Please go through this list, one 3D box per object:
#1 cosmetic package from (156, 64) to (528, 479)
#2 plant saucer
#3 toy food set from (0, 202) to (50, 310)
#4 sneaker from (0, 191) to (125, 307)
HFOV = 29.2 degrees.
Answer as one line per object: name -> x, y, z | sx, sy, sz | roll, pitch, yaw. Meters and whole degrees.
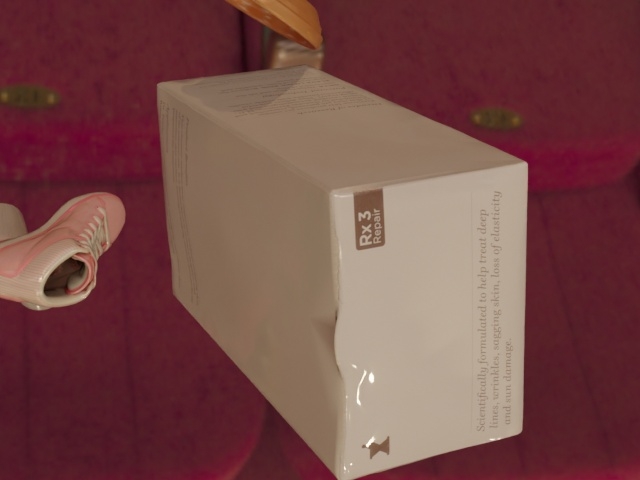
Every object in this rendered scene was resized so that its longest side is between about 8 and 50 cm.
cosmetic package -> 0.000, 0.000, 0.980 | 0.156, 0.385, 0.217 | -11, 113, -23
plant saucer -> -0.079, -0.270, 1.311 | 0.200, 0.200, 0.037 | 30, 93, -39
toy food set -> -0.299, 0.042, 0.915 | 0.232, 0.104, 0.111 | -3, 128, -24
sneaker -> -0.170, 0.009, 0.872 | 0.070, 0.134, 0.051 | 14, 120, 32
